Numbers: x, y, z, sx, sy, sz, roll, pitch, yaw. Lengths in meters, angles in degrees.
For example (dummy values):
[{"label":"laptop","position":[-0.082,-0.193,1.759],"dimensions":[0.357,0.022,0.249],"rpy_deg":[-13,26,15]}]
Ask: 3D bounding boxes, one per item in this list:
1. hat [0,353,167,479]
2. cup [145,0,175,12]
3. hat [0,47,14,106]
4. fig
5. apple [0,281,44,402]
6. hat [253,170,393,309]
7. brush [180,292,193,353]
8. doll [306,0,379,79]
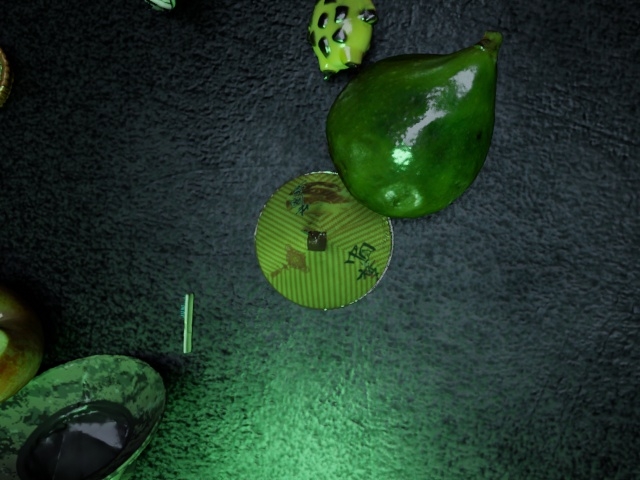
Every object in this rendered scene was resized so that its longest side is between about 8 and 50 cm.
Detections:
[{"label":"hat","position":[-0.317,0.282,0.856],"dimensions":[0.266,0.265,0.128],"rpy_deg":[-6,122,7]},{"label":"cup","position":[-0.202,-0.474,0.811],"dimensions":[0.253,0.253,0.274],"rpy_deg":[40,86,6]},{"label":"hat","position":[-0.490,-0.241,0.872],"dimensions":[0.094,0.162,0.112],"rpy_deg":[-25,91,3]},{"label":"fig","position":[0.120,-0.144,0.764],"dimensions":[0.195,0.195,0.245],"rpy_deg":[47,138,5]},{"label":"apple","position":[-0.465,0.141,0.864],"dimensions":[0.173,0.160,0.195],"rpy_deg":[-32,60,-8]},{"label":"hat","position":[0.000,0.000,0.851],"dimensions":[0.193,0.082,0.192],"rpy_deg":[0,90,6]},{"label":"brush","position":[-0.187,0.115,0.905],"dimensions":[0.013,0.016,0.083],"rpy_deg":[0,89,20]},{"label":"doll","position":[0.022,-0.361,0.849],"dimensions":[0.117,0.086,0.290],"rpy_deg":[-4,88,36]}]
